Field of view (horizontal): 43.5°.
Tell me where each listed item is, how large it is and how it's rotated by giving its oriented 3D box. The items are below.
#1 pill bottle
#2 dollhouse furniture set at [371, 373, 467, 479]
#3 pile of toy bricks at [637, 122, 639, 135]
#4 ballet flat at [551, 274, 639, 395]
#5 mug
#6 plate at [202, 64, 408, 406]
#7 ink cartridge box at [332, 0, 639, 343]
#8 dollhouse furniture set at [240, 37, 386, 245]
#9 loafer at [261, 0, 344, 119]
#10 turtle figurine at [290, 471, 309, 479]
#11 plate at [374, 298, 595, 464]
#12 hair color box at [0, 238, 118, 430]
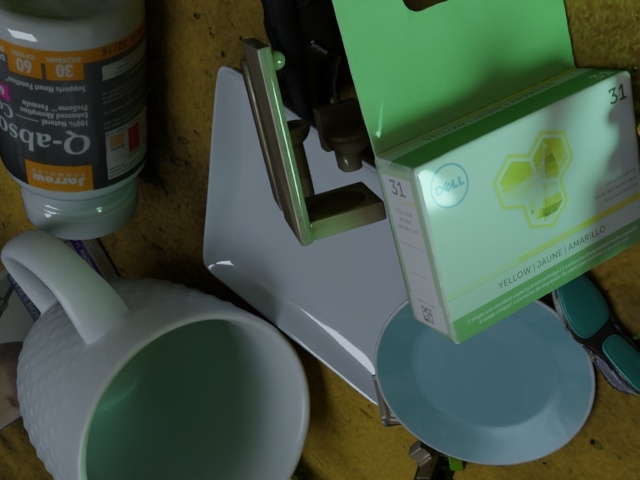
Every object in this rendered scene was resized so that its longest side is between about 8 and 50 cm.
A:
[{"bbox_3d":[-0.267,-0.144,0.863,0.162,0.162,0.278,35,138,24],"label":"pill bottle"},{"bbox_3d":[0.106,0.179,0.790,0.076,0.058,0.152,-3,113,23],"label":"dollhouse furniture set"},{"bbox_3d":[0.267,-0.003,0.461,0.105,0.118,0.212,-21,93,19],"label":"pile of toy bricks"},{"bbox_3d":[0.210,0.072,0.618,0.114,0.041,0.041,53,143,4],"label":"ballet flat"},{"bbox_3d":[-0.237,0.141,0.942,0.328,0.276,0.374,16,142,51],"label":"mug"},{"bbox_3d":[0.000,0.000,0.782,0.277,0.045,0.278,36,139,22],"label":"plate"},{"bbox_3d":[0.112,-0.078,0.497,0.056,0.171,0.235,29,140,58],"label":"ink cartridge box"},{"bbox_3d":[0.030,-0.096,0.550,0.144,0.151,0.123,-127,22,-66],"label":"dollhouse furniture set"},{"bbox_3d":[0.001,-0.160,0.597,0.220,0.078,0.080,73,177,-75],"label":"loafer"},{"bbox_3d":[-0.067,0.342,1.081,0.269,0.087,0.217,17,137,28],"label":"turtle figurine"},{"bbox_3d":[0.139,0.114,0.695,0.188,0.024,0.188,8,117,16],"label":"plate"},{"bbox_3d":[-0.427,0.139,1.103,0.110,0.339,0.185,-19,103,52],"label":"hair color box"}]
